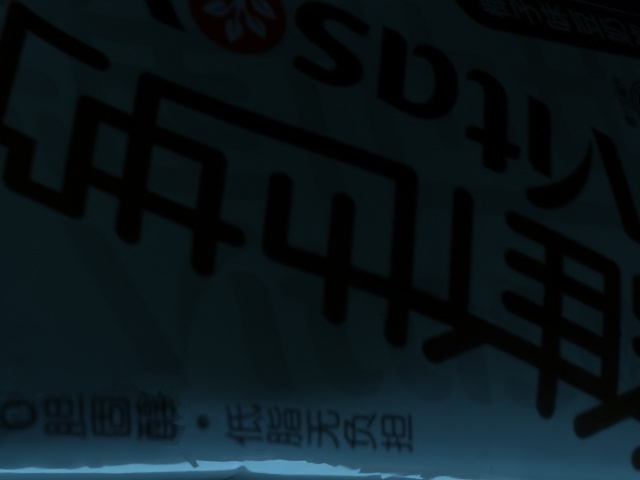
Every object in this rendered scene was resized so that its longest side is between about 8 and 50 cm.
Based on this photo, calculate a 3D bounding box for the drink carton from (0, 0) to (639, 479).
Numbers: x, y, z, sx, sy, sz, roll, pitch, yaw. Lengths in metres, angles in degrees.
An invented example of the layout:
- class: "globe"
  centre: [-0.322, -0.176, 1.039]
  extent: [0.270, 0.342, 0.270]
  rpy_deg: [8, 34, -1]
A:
- class: "drink carton"
  centre: [-0.006, 0.009, 0.554]
  extent: [0.325, 0.194, 0.132]
  rpy_deg: [7, 149, -35]

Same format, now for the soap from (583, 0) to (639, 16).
- class: "soap"
  centre: [0.141, -0.139, 0.711]
  extent: [0.162, 0.099, 0.250]
  rpy_deg: [-27, 173, -37]
